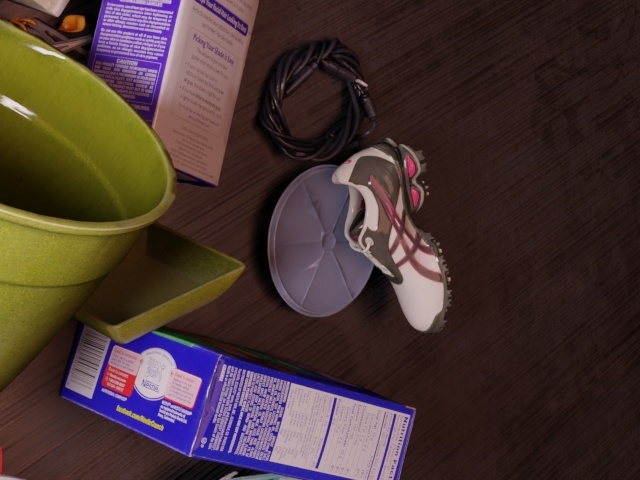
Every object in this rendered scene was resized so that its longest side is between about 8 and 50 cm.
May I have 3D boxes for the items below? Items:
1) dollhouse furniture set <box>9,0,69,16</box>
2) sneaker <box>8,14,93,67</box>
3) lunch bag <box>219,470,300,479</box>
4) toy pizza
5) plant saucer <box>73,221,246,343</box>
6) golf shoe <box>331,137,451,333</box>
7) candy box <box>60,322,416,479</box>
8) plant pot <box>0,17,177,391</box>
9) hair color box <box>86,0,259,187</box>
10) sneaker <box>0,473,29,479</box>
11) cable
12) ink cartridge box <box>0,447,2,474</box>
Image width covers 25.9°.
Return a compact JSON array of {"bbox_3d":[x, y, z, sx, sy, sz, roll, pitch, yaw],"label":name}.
[{"bbox_3d":[-0.261,-0.403,1.372,0.198,0.286,0.303,35,84,-39],"label":"dollhouse furniture set"},{"bbox_3d":[-0.326,-0.199,1.483,0.215,0.084,0.083,-11,104,-51],"label":"sneaker"},{"bbox_3d":[-0.085,0.422,1.717,0.224,0.108,0.279,-1,75,-35],"label":"lunch bag"},{"bbox_3d":[0.000,0.000,1.827,0.201,0.032,0.201,-8,101,-43],"label":"toy pizza"},{"bbox_3d":[-0.209,0.051,1.551,0.188,0.188,0.045,-26,124,-37],"label":"plant saucer"},{"bbox_3d":[0.091,0.005,1.840,0.120,0.105,0.272,-22,105,-25],"label":"golf shoe"},{"bbox_3d":[-0.092,0.187,1.613,0.317,0.268,0.122,21,85,-42],"label":"candy box"},{"bbox_3d":[-0.373,0.012,1.261,0.366,0.366,0.353,11,120,-42],"label":"plant pot"},{"bbox_3d":[-0.159,-0.246,1.565,0.185,0.110,0.338,23,80,-68],"label":"hair color box"},{"bbox_3d":[-0.350,0.283,1.404,0.212,0.094,0.080,8,88,-43],"label":"sneaker"},{"bbox_3d":[-0.002,-0.180,1.794,0.184,0.047,0.150,-21,109,-38],"label":"cable"},{"bbox_3d":[-0.448,0.282,1.433,0.231,0.078,0.134,-4,98,-42],"label":"ink cartridge box"}]
